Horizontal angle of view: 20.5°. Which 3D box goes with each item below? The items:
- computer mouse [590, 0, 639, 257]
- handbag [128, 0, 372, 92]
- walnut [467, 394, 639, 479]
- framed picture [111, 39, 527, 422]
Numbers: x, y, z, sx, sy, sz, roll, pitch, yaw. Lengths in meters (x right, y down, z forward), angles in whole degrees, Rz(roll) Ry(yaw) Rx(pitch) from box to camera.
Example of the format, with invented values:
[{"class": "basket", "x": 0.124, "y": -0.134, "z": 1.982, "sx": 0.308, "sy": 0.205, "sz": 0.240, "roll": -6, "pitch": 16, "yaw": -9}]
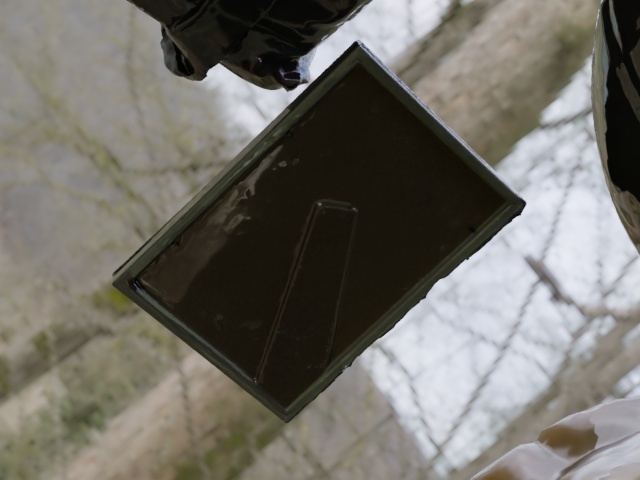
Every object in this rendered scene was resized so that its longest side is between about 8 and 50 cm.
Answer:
[{"class": "computer mouse", "x": 0.159, "y": -0.050, "z": 0.629, "sx": 0.137, "sy": 0.086, "sz": 0.270, "roll": 43, "pitch": -31, "yaw": 33}, {"class": "handbag", "x": -0.055, "y": -0.193, "z": 0.711, "sx": 0.254, "sy": 0.181, "sz": 0.181, "roll": 31, "pitch": 41, "yaw": -27}, {"class": "walnut", "x": 0.179, "y": 0.244, "z": 0.633, "sx": 0.383, "sy": 0.383, "sz": 0.383, "roll": 50, "pitch": -13, "yaw": 16}, {"class": "framed picture", "x": 0.000, "y": 0.000, "z": 0.759, "sx": 0.109, "sy": 0.149, "sz": 0.011, "roll": 42, "pitch": 13, "yaw": -24}]
